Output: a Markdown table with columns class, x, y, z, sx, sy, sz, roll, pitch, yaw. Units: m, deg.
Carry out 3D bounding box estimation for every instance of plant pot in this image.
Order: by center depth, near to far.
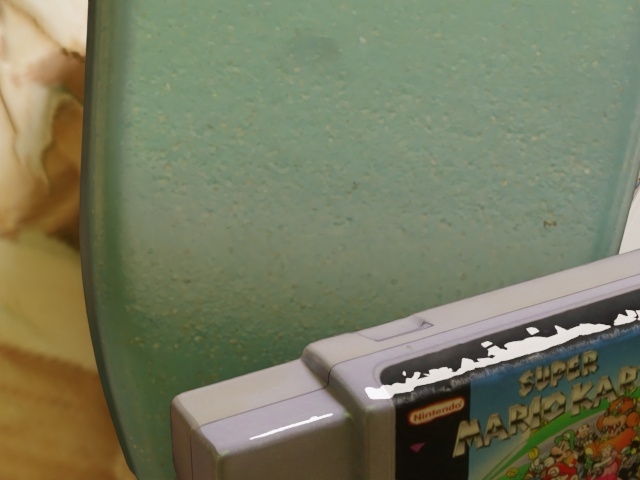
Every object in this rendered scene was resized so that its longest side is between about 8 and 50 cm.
| class | x | y | z | sx | sy | sz | roll | pitch | yaw |
| --- | --- | --- | --- | --- | --- | --- | --- | --- | --- |
| plant pot | 0.000 | 0.000 | 0.914 | 0.247 | 0.248 | 0.252 | 9 | 86 | -7 |

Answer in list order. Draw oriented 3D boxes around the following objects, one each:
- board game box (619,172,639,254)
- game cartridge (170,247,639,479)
| class | x | y | z | sx | sy | sz | roll | pitch | yaw |
| --- | --- | --- | --- | --- | --- | --- | --- | --- | --- |
| board game box | 0.192 | 0.115 | 1.002 | 0.193 | 0.053 | 0.305 | 31 | 71 | -1 |
| game cartridge | 0.110 | 0.118 | 0.827 | 0.355 | 0.230 | 0.068 | -15 | 36 | -24 |
